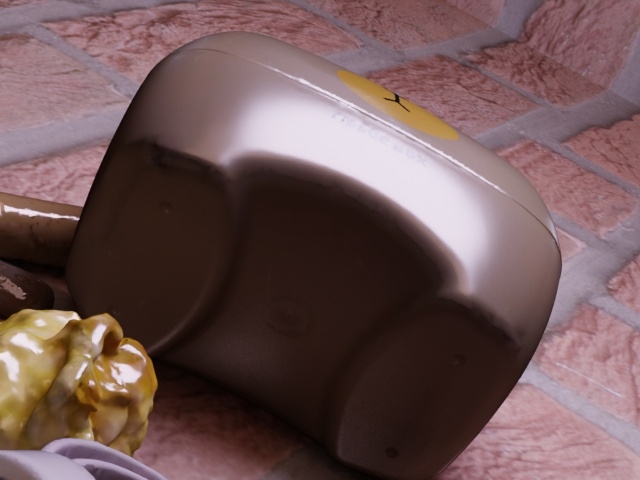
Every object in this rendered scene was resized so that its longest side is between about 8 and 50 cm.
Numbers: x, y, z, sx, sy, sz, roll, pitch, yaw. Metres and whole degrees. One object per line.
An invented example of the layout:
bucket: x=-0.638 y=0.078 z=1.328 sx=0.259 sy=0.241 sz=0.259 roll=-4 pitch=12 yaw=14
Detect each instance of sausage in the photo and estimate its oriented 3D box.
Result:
sausage: x=-0.237 y=-0.009 z=1.404 sx=0.301 sy=0.065 sz=0.066 roll=9 pitch=27 yaw=-29

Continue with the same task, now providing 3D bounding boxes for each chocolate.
chocolate: x=-0.274 y=0.032 z=1.326 sx=0.101 sy=0.031 sz=0.064 roll=26 pitch=18 yaw=7

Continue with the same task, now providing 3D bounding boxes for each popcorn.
popcorn: x=-0.194 y=0.116 z=1.047 sx=0.170 sy=0.180 sz=0.180 roll=29 pitch=23 yaw=25

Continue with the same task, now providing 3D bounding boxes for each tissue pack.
tissue pack: x=0.000 y=0.000 z=1.328 sx=0.387 sy=0.267 sz=0.277 roll=27 pitch=34 yaw=-3

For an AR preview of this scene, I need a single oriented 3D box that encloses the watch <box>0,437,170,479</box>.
watch: x=-0.126 y=0.244 z=0.886 sx=0.244 sy=0.196 sz=0.231 roll=47 pitch=10 yaw=32
